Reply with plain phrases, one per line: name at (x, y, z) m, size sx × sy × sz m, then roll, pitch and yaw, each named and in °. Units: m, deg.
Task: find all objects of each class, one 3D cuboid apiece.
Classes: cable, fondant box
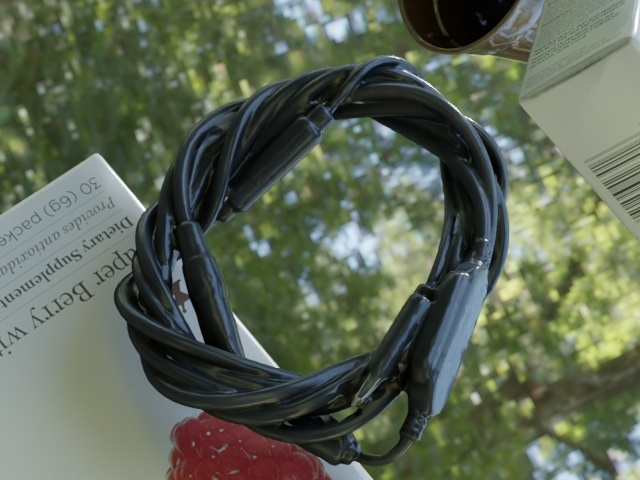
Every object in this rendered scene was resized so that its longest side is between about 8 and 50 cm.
cable at (0.000, 0.000, 0.684) m, size 0.150 × 0.184 × 0.047 m, roll 16°, pitch -25°, yaw 13°
fondant box at (0.272, -0.125, 1.167) m, size 0.096 × 0.330 × 0.238 m, roll -29°, pitch -66°, yaw 35°

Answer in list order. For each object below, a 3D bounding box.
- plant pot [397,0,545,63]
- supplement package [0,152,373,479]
plant pot at (0.185, -0.232, 1.487) m, size 0.167 × 0.165 × 0.167 m, roll -14°, pitch -109°, yaw 45°
supplement package at (-0.085, 0.145, 0.742) m, size 0.293 × 0.177 × 0.175 m, roll 49°, pitch -24°, yaw 12°
